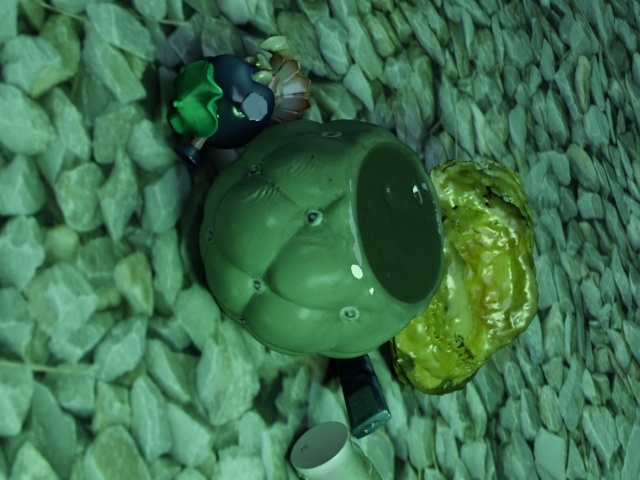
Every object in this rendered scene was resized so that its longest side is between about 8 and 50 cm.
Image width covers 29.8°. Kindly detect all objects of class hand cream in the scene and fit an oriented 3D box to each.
[{"bbox_3d":[0.072,0.328,1.280,0.312,0.070,0.111,57,25,-27],"label":"hand cream"}]

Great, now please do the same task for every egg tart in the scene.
[{"bbox_3d":[0.180,0.047,1.407,0.297,0.132,0.297,-20,116,-49],"label":"egg tart"}]

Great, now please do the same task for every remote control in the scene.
[{"bbox_3d":[0.041,0.157,1.276,0.027,0.043,0.152,60,4,-25],"label":"remote control"}]

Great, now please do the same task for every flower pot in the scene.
[{"bbox_3d":[0.000,0.000,1.193,0.246,0.195,0.246,21,63,-49],"label":"flower pot"}]

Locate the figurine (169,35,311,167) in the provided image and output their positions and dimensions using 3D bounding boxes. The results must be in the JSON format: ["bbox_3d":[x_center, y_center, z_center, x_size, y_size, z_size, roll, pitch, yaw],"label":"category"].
[{"bbox_3d":[-0.075,-0.150,1.230,0.102,0.111,0.195,54,36,8],"label":"figurine"}]
